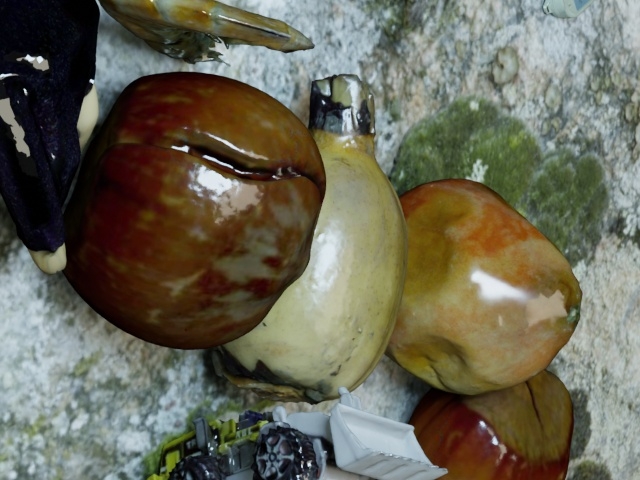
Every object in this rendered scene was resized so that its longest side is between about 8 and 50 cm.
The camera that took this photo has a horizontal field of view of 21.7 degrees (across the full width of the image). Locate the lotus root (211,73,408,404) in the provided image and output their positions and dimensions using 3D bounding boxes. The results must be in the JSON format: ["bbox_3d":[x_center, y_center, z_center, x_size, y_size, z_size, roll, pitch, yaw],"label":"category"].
[{"bbox_3d":[0.000,0.000,1.548,0.182,0.182,0.310,16,85,-44],"label":"lotus root"}]

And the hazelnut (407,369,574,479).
[{"bbox_3d":[0.167,0.225,1.768,0.212,0.181,0.181,-7,76,-48],"label":"hazelnut"}]

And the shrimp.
[{"bbox_3d":[-0.081,-0.170,1.370,0.296,0.169,0.058,1,105,-83],"label":"shrimp"}]

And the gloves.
[{"bbox_3d":[-0.257,-0.114,1.296,0.197,0.152,0.301,-28,119,-27],"label":"gloves"}]

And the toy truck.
[{"bbox_3d":[-0.028,0.195,1.488,0.136,0.286,0.111,22,57,-45],"label":"toy truck"}]

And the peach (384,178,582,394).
[{"bbox_3d":[0.156,0.052,1.667,0.214,0.235,0.214,-22,123,-39],"label":"peach"}]

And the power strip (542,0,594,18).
[{"bbox_3d":[0.314,-0.307,1.880,0.191,0.030,0.047,-43,126,-29],"label":"power strip"}]

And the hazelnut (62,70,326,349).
[{"bbox_3d":[-0.106,-0.028,1.412,0.218,0.218,0.234,1,125,-44],"label":"hazelnut"}]
